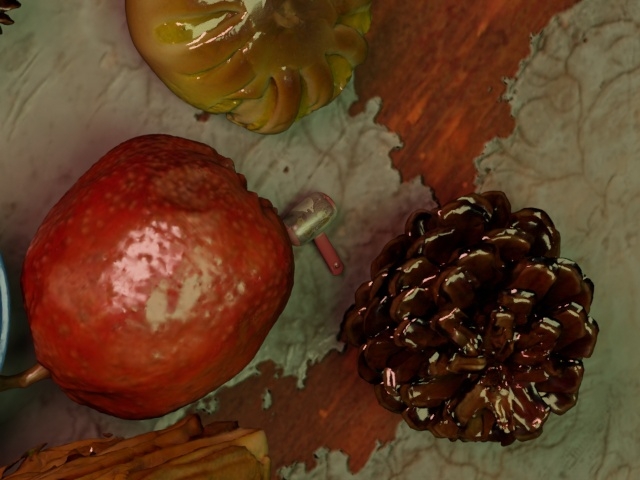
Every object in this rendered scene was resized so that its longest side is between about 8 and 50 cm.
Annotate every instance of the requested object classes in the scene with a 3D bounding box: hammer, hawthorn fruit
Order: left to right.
[{"bbox_3d":[-0.142,0.043,1.455,0.253,0.205,0.205,-43,120,-2],"label":"hawthorn fruit"},{"bbox_3d":[0.000,0.000,1.619,0.052,0.031,0.083,-39,129,-12],"label":"hammer"}]

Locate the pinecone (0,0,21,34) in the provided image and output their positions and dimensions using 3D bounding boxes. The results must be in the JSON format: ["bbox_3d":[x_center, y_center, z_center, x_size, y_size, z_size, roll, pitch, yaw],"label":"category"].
[{"bbox_3d":[-0.293,-0.165,1.329,0.163,0.163,0.165,11,104,-32],"label":"pinecone"}]

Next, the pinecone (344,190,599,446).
[{"bbox_3d":[0.138,0.078,1.615,0.221,0.221,0.221,-8,107,-28],"label":"pinecone"}]

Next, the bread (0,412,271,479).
[{"bbox_3d":[-0.188,0.276,1.391,0.277,0.167,0.324,-14,126,-52],"label":"bread"}]

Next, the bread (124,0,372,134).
[{"bbox_3d":[-0.047,-0.188,1.497,0.213,0.105,0.213,-6,103,-29],"label":"bread"}]

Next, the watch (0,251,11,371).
[{"bbox_3d":[-0.330,0.084,1.349,0.305,0.241,0.274,38,69,-38],"label":"watch"}]
